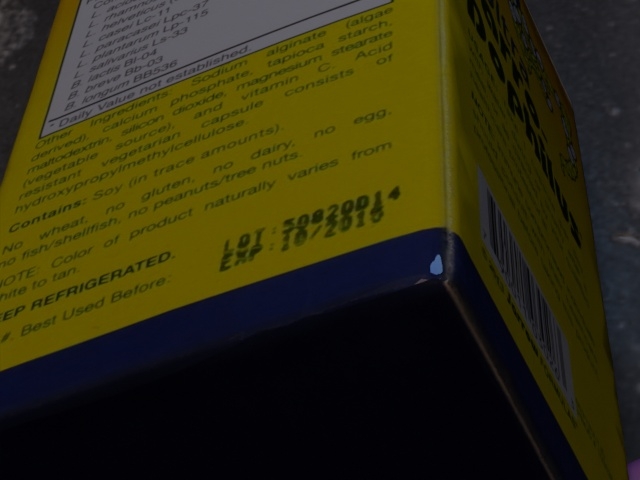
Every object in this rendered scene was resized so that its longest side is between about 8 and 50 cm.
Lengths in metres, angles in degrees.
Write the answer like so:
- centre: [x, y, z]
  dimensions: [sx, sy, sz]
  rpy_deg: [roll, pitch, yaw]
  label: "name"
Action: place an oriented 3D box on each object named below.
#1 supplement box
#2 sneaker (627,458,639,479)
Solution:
- centre: [0.000, 0.000, 0.699]
  dimensions: [0.194, 0.195, 0.356]
  rpy_deg: [-19, 35, 17]
  label: "supplement box"
- centre: [0.127, 0.206, 0.595]
  dimensions: [0.161, 0.102, 0.282]
  rpy_deg: [-24, 34, 2]
  label: "sneaker"
